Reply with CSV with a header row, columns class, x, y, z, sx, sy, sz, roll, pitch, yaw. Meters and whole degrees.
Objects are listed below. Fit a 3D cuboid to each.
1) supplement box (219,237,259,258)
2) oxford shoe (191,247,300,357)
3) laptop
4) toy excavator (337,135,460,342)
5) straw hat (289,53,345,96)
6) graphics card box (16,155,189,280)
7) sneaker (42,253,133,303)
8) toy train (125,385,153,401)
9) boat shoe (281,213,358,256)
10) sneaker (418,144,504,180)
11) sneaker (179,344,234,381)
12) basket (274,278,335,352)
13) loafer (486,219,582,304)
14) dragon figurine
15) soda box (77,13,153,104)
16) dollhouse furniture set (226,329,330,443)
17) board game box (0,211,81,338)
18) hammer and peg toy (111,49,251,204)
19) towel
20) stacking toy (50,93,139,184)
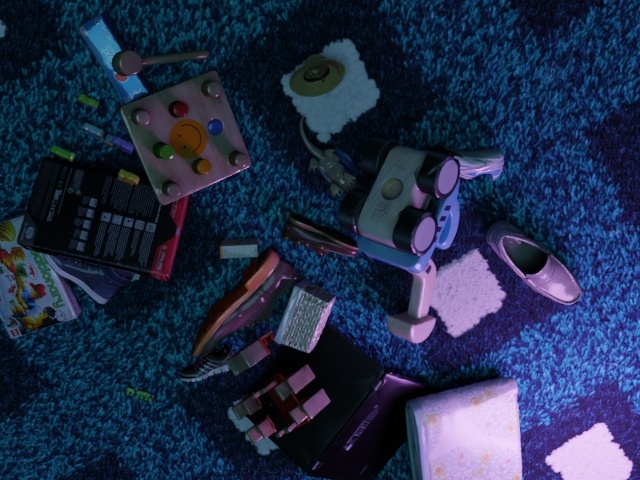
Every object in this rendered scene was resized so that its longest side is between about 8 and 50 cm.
class,x,y,z,sx,sy,sz,roll,pitch,yaw
supplement box,-0.212,0.021,1.865,0.098,0.062,0.036,-2,107,0
oxford shoe,-0.203,0.195,1.890,0.132,0.130,0.364,39,103,-18
laptop,0.061,0.460,2.034,0.408,0.236,0.382,24,108,-38
toy excavator,0.237,0.016,1.776,0.445,0.222,0.433,32,80,-52
straw hat,-0.012,-0.418,1.730,0.144,0.144,0.061,-15,66,3
graphics card box,-0.534,-0.052,1.772,0.370,0.094,0.233,13,78,-7
sneaker,-0.587,0.048,1.838,0.163,0.086,0.226,-35,122,19
toy train,-0.512,0.435,2.013,0.083,0.017,0.024,20,95,-7
boat shoe,0.000,0.000,1.862,0.207,0.073,0.073,23,107,-1
sneaker,0.345,-0.193,1.803,0.237,0.085,0.086,4,115,1
sneaker,-0.314,0.335,1.963,0.170,0.063,0.075,-18,107,-1
basket,-0.038,0.202,1.885,0.103,0.113,0.167,23,102,9
loafer,0.570,0.071,1.873,0.319,0.111,0.112,35,104,-11
dragon figurine,0.038,-0.182,1.795,0.085,0.144,0.289,-44,84,13
soda box,-0.491,-0.435,1.710,0.067,0.071,0.210,-27,106,7
dollhouse furniture set,-0.122,0.385,1.898,0.262,0.135,0.259,-35,86,41
board game box,-0.782,0.091,1.861,0.193,0.053,0.305,-18,108,4
hammer and peg toy,-0.329,-0.296,1.683,0.266,0.127,0.361,-26,111,-20
towel,0.411,0.584,2.020,0.320,0.090,0.375,-12,109,-13
stacking toy,-0.522,-0.250,1.738,0.221,0.052,0.167,22,74,-7
